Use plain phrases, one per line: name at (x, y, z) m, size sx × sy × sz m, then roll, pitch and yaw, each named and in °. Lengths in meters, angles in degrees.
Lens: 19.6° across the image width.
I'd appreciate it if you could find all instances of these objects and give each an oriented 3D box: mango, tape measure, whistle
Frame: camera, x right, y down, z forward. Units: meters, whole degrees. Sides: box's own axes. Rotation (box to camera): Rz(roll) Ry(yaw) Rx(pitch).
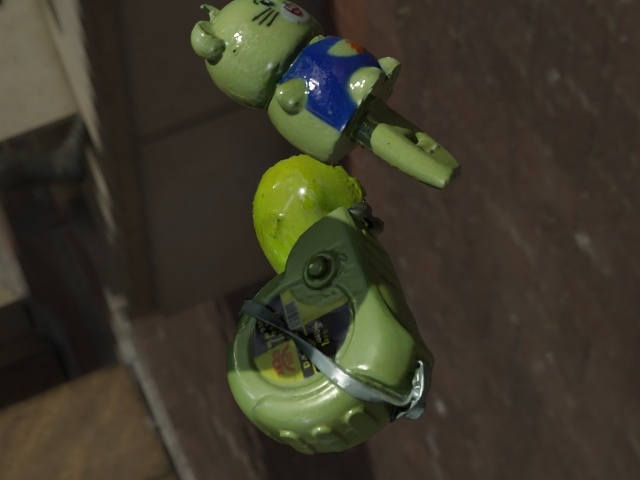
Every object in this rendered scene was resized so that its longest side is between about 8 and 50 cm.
mango at (-0.001, 0.000, 1.814) m, size 0.178 × 0.100 × 0.119 m, roll 59°, pitch 147°, yaw 7°
tape measure at (0.009, 0.091, 1.538) m, size 0.106 × 0.175 × 0.200 m, roll 43°, pitch -163°, yaw -49°
whistle at (0.004, -0.108, 1.334) m, size 0.227 × 0.105 × 0.085 m, roll 34°, pitch 117°, yaw 11°
